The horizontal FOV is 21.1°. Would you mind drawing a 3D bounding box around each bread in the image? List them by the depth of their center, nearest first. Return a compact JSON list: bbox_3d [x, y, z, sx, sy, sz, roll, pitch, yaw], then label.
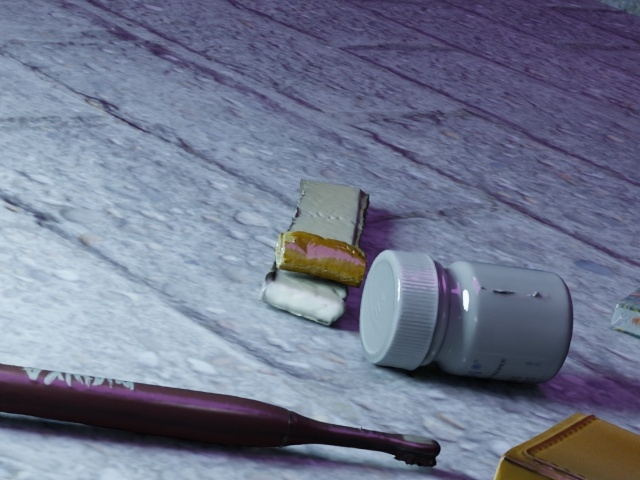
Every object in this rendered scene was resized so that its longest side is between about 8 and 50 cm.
[{"bbox_3d":[0.000,0.017,1.580,0.083,0.036,0.047,13,23,-7],"label":"bread"}]

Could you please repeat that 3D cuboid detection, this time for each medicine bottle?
[{"bbox_3d":[0.128,0.068,1.505,0.168,0.105,0.105,8,18,-17],"label":"medicine bottle"}]

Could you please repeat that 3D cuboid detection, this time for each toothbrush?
[{"bbox_3d":[-0.083,0.131,1.267,0.364,0.041,0.041,10,18,-15],"label":"toothbrush"}]

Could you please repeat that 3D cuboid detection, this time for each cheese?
[{"bbox_3d":[0.001,0.003,1.734,0.085,0.034,0.400,16,18,0],"label":"cheese"}]

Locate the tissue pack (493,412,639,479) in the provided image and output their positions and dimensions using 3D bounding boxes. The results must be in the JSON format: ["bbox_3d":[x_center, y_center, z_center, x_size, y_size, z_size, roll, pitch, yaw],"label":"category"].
[{"bbox_3d":[0.218,0.232,0.920,0.274,0.194,0.145,22,20,24],"label":"tissue pack"}]

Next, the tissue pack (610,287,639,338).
[{"bbox_3d":[0.340,0.076,1.751,0.063,0.035,0.083,21,18,23],"label":"tissue pack"}]
